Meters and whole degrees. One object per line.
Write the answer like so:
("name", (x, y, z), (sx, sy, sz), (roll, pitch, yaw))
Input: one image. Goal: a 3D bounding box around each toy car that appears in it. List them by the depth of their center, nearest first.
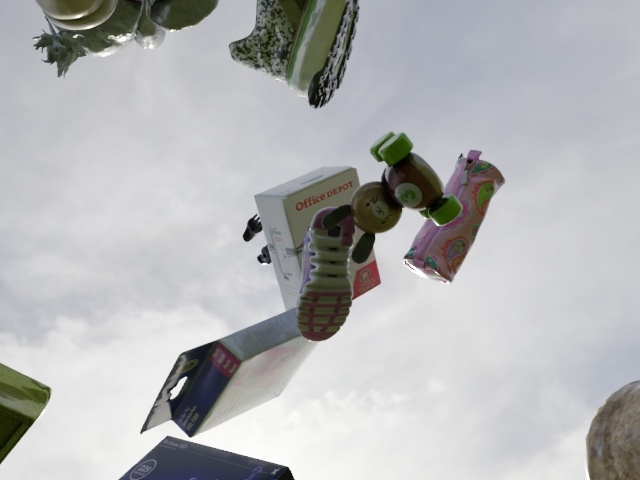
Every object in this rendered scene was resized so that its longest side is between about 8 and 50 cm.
("toy car", (0.099, -0.056, 1.093), (0.188, 0.149, 0.155), (-41, -78, 1))

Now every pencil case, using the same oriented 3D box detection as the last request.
("pencil case", (0.285, -0.048, 1.443), (0.124, 0.124, 0.284), (37, -101, -38))

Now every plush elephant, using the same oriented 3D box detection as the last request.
("plush elephant", (-0.296, -0.414, 1.020), (0.255, 0.330, 0.272), (-30, -49, 24))

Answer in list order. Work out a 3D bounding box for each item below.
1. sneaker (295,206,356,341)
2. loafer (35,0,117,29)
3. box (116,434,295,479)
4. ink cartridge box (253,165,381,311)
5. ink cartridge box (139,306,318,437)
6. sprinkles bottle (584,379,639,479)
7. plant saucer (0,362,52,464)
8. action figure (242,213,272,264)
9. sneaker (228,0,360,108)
("sneaker", (0.004, 0.058, 1.198), (0.095, 0.104, 0.236), (8, -89, -16))
("loafer", (-0.225, -0.330, 0.598), (0.102, 0.092, 0.268), (-5, -89, -3))
("box", (-0.163, 0.351, 0.833), (0.184, 0.261, 0.103), (-36, -69, -41))
("ink cartridge box", (0.000, 0.000, 1.468), (0.207, 0.117, 0.282), (-26, -68, -33))
("ink cartridge box", (-0.162, 0.270, 1.337), (0.330, 0.071, 0.324), (-19, -27, -40))
("sprinkles bottle", (0.252, 0.063, 0.250), (0.121, 0.121, 0.355), (-5, -26, -20))
("plant saucer", (-0.392, 0.206, 0.695), (0.188, 0.045, 0.188), (-53, -41, -12))
("action figure", (-0.050, -0.027, 1.615), (0.141, 0.164, 0.276), (-28, -3, 36))
("sneaker", (-0.025, -0.392, 0.888), (0.182, 0.158, 0.410), (16, -80, 8))
